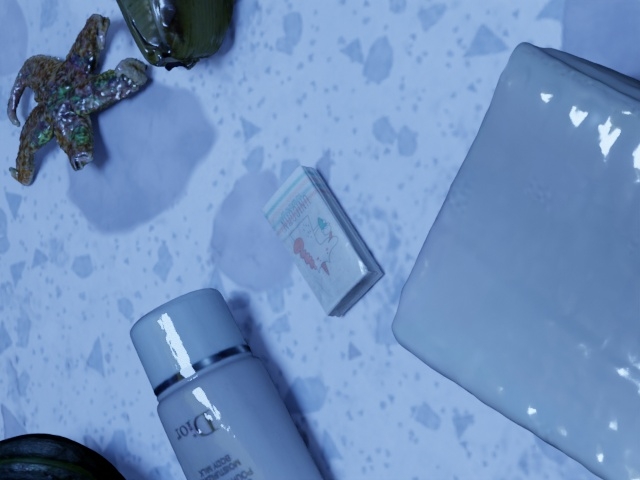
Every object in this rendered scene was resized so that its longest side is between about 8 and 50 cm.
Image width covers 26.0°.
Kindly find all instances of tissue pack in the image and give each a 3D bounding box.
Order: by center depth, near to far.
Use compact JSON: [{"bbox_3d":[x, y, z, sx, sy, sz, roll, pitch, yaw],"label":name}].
[{"bbox_3d":[0.000,0.000,1.056,0.056,0.023,0.108,-46,61,29],"label":"tissue pack"}]

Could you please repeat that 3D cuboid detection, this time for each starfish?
[{"bbox_3d":[-0.227,-0.120,1.249,0.209,0.053,0.150,-50,47,33],"label":"starfish"}]

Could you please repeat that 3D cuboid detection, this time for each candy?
[{"bbox_3d":[0.229,0.047,0.783,0.359,0.145,0.208,32,108,36],"label":"candy"}]

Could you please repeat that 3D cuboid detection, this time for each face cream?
[{"bbox_3d":[-0.047,0.189,1.064,0.143,0.089,0.314,-35,78,35],"label":"face cream"}]

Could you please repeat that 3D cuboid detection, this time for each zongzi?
[{"bbox_3d":[-0.090,-0.253,1.103,0.204,0.094,0.205,-32,72,26],"label":"zongzi"}]

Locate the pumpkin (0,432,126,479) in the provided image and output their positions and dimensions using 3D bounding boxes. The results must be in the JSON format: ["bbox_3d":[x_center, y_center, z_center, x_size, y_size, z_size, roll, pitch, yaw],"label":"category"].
[{"bbox_3d":[-0.232,0.287,1.142,0.250,0.216,0.250,-52,27,41],"label":"pumpkin"}]
